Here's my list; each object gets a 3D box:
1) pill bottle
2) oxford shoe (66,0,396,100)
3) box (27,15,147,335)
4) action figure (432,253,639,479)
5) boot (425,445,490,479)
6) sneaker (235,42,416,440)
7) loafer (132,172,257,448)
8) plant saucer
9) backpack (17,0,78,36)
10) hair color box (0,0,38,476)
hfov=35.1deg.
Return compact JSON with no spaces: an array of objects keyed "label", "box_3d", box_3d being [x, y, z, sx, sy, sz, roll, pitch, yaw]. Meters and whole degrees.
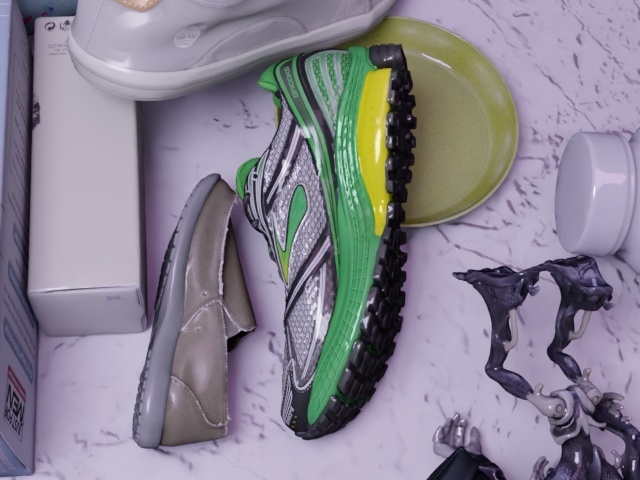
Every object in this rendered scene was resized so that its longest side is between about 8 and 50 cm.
[{"label":"pill bottle","box_3d":[0.363,-0.036,0.927,0.272,0.152,0.152,4,65,-3]},{"label":"oxford shoe","box_3d":[-0.045,-0.257,0.938,0.169,0.130,0.449,32,40,22]},{"label":"box","box_3d":[-0.206,-0.060,0.910,0.094,0.113,0.275,-2,64,-7]},{"label":"action figure","box_3d":[0.188,0.154,0.836,0.164,0.141,0.276,-8,92,-18]},{"label":"boot","box_3d":[0.133,0.266,0.717,0.207,0.246,0.094,38,61,15]},{"label":"sneaker","box_3d":[0.000,0.000,0.885,0.146,0.134,0.344,2,78,16]},{"label":"loafer","box_3d":[-0.100,0.062,0.882,0.087,0.094,0.251,14,69,-12]},{"label":"plant saucer","box_3d":[0.074,-0.114,1.001,0.240,0.037,0.241,2,64,-4]},{"label":"backpack","box_3d":[-0.284,-0.301,0.939,0.225,0.253,0.191,-30,75,-21]},{"label":"hair color box","box_3d":[-0.300,-0.008,0.834,0.113,0.185,0.375,-3,65,-7]}]
